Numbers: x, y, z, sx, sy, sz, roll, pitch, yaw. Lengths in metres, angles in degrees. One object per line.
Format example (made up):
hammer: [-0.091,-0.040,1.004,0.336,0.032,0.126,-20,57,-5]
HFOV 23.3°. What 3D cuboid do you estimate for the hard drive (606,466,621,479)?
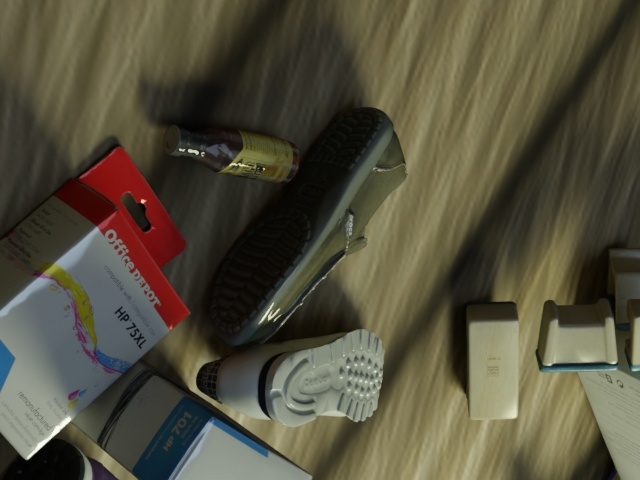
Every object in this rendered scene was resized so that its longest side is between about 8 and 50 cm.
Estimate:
hard drive: [0.451,0.280,1.923,0.210,0.040,0.319,37,86,-42]

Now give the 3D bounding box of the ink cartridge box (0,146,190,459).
ink cartridge box: [-0.203,0.048,1.273,0.231,0.078,0.134,-43,131,-15]

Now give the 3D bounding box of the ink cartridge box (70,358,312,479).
ink cartridge box: [-0.122,0.170,1.319,0.139,0.190,0.082,38,84,-43]

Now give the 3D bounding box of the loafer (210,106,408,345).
loafer: [0.000,0.000,1.399,0.251,0.094,0.087,-52,128,-6]

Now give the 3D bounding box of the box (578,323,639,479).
box: [0.459,0.219,1.767,0.215,0.168,0.345,-33,117,-16]

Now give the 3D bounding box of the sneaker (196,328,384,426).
sneaker: [-0.018,0.125,1.458,0.235,0.095,0.090,9,83,-60]

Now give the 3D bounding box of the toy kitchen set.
toy kitchen set: [0.257,0.096,1.671,0.207,0.166,0.122,-1,116,2]

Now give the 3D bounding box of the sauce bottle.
sauce bottle: [-0.077,-0.076,1.339,0.128,0.042,0.042,8,106,-38]

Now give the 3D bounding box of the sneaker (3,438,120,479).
sneaker: [-0.265,0.316,1.341,0.283,0.107,0.124,-50,138,-7]
